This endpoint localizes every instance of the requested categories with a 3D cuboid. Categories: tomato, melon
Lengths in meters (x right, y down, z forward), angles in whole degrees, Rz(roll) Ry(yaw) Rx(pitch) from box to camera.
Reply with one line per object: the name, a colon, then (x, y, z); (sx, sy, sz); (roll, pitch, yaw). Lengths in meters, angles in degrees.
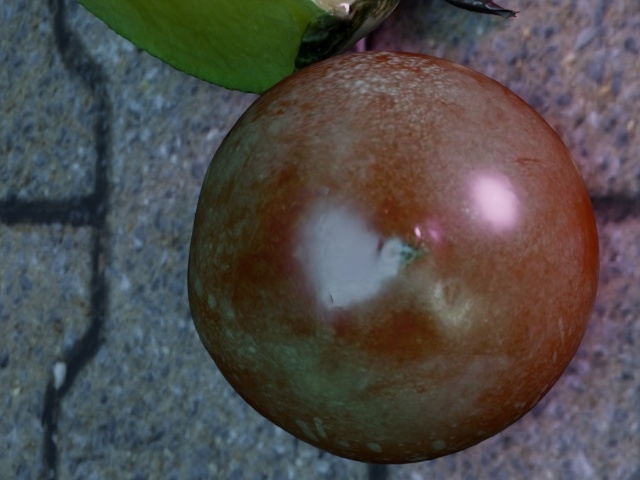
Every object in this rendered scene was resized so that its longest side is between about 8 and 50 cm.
tomato: (0.044, 0.011, 0.843); (0.270, 0.222, 0.270); (0, 94, -1)
melon: (-0.082, -0.265, 0.949); (0.331, 0.226, 0.343); (-36, 88, 7)

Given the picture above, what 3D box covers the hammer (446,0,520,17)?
hammer: (0.196, -0.267, 0.918); (0.297, 0.027, 0.125); (-33, 74, 19)
